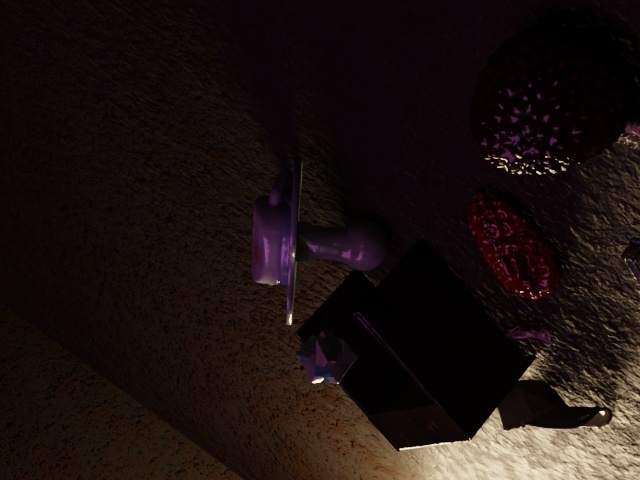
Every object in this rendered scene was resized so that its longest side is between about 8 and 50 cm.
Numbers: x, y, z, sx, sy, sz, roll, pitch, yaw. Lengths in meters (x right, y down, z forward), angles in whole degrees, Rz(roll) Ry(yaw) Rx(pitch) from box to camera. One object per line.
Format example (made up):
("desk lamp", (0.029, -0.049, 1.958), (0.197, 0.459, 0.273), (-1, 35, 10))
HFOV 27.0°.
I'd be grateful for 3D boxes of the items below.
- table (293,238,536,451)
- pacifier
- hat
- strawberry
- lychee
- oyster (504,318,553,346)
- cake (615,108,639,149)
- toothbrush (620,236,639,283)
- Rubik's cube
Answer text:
("table", (0.151, 0.177, 2.216), (0.282, 0.196, 0.250), (48, 153, -8))
("pacifier", (0.000, 0.000, 2.189), (0.226, 0.238, 0.287), (7, 119, 1))
("hat", (0.389, 0.268, 2.184), (0.175, 0.085, 0.147), (-8, 170, 34))
("strawberry", (0.269, 0.015, 1.935), (0.188, 0.082, 0.121), (47, 156, -18))
("lychee", (0.264, -0.160, 1.569), (0.188, 0.188, 0.188), (31, 152, 19))
("oyster", (0.327, 0.144, 2.106), (0.093, 0.034, 0.051), (5, 153, 34))
("cake", (0.391, -0.136, 1.608), (0.051, 0.055, 0.140), (56, 167, -30))
("toothbrush", (0.516, 0.150, 1.864), (0.035, 0.042, 0.413), (4, 137, 50))
("Rubik's cube", (0.005, 0.185, 2.131), (0.075, 0.084, 0.073), (-10, 126, 40))
